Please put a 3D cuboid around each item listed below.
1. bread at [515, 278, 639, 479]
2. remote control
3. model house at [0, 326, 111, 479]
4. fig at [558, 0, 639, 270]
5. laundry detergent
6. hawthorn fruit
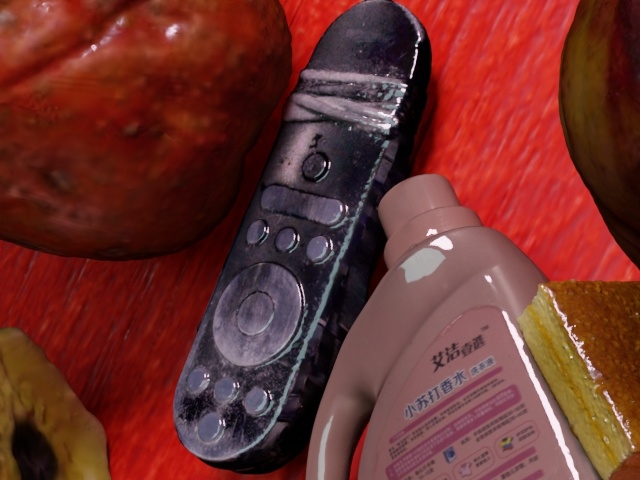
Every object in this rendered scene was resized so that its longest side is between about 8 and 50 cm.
[{"bbox_3d":[0.144,0.063,0.763,0.035,0.090,0.094,-57,46,39],"label":"bread"},{"bbox_3d":[0.000,0.000,0.924,0.090,0.066,0.266,17,81,33],"label":"remote control"},{"bbox_3d":[-0.239,0.131,0.956,0.193,0.234,0.175,-22,69,20],"label":"model house"},{"bbox_3d":[0.228,-0.111,0.715,0.217,0.217,0.321,4,58,39],"label":"fig"},{"bbox_3d":[0.055,0.093,0.832,0.171,0.076,0.237,-38,55,23],"label":"laundry detergent"},{"bbox_3d":[-0.144,-0.113,0.943,0.258,0.262,0.258,-16,53,22],"label":"hawthorn fruit"}]
